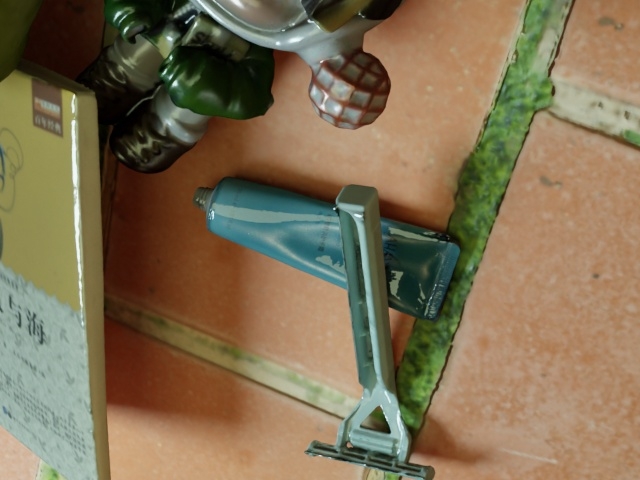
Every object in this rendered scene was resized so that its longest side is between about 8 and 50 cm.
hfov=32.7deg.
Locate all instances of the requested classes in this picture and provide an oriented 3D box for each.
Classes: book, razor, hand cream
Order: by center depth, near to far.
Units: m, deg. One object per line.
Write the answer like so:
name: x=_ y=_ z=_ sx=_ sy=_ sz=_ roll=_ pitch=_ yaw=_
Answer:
razor: x=0.040 y=0.078 z=0.895 sx=0.111 sy=0.056 sz=0.277 roll=9 pitch=122 yaw=21
hand cream: x=0.000 y=0.000 z=0.899 sx=0.224 sy=0.048 sz=0.083 roll=18 pitch=120 yaw=8
book: x=-0.275 y=0.019 z=0.968 sx=0.269 sy=0.032 sz=0.388 roll=23 pitch=122 yaw=39

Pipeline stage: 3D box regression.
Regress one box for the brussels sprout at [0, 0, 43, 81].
brussels sprout: x=-0.334 y=-0.216 z=0.800 sx=0.328 sy=0.328 sz=0.247 roll=-6 pitch=133 yaw=24

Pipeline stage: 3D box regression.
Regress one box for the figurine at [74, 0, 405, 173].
figurine: x=-0.050 y=-0.188 z=0.768 sx=0.281 sy=0.167 sz=0.370 roll=52 pitch=128 yaw=4
